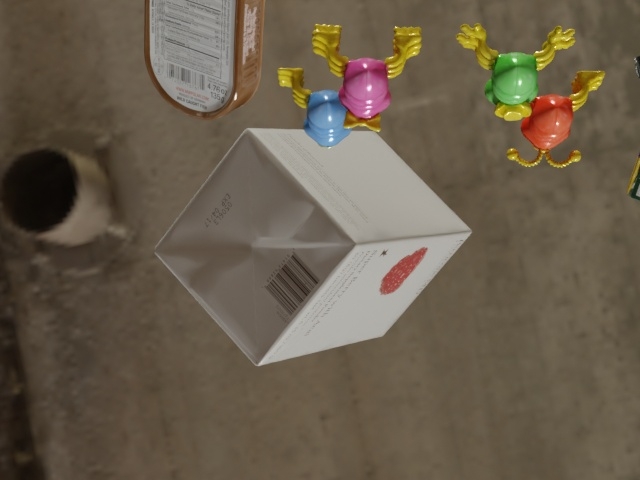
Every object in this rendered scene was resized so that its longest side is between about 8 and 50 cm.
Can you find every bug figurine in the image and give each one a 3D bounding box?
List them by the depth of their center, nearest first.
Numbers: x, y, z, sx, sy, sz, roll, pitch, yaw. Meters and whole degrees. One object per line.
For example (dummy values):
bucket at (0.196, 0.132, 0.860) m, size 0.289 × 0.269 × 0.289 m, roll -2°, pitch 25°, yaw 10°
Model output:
bug figurine at (0.097, -0.116, 1.346) m, size 0.216 × 0.279 × 0.072 m, roll 69°, pitch 23°, yaw -77°

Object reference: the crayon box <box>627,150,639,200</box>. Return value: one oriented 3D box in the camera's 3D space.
crayon box at (0.524, -0.249, 2.077) m, size 0.313 × 0.106 × 0.363 m, roll -44°, pitch 152°, yaw -57°

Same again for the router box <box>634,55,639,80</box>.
router box at (0.329, -0.128, 1.320) m, size 0.092 × 0.122 × 0.038 m, roll 57°, pitch 21°, yaw -33°

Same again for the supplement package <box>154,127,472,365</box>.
supplement package at (0.000, 0.000, 1.749) m, size 0.175 × 0.177 × 0.293 m, roll 46°, pitch 22°, yaw 18°

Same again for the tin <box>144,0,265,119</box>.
tin at (-0.099, -0.190, 1.372) m, size 0.040 × 0.106 × 0.190 m, roll -43°, pitch 145°, yaw -49°
